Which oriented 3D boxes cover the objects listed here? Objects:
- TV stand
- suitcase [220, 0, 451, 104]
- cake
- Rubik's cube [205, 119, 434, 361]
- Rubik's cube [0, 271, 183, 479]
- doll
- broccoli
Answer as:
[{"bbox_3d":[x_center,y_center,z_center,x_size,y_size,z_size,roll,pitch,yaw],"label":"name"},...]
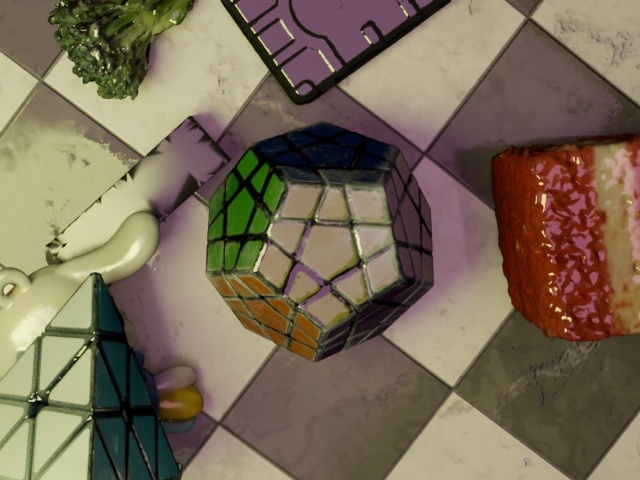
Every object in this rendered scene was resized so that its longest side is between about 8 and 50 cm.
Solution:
[{"bbox_3d":[-0.253,-0.054,1.491,0.269,0.083,0.088,-42,98,2],"label":"TV stand"},{"bbox_3d":[0.025,-0.347,1.490,0.285,0.066,0.206,-36,97,0],"label":"suitcase"},{"bbox_3d":[0.418,-0.014,1.445,0.319,0.269,0.270,-8,95,-2],"label":"cake"},{"bbox_3d":[0.000,0.000,1.419,0.319,0.319,0.264,4,122,-4],"label":"Rubik's cube"},{"bbox_3d":[-0.292,0.223,1.282,0.229,0.233,0.228,40,135,13],"label":"Rubik's cube"},{"bbox_3d":[-0.329,0.184,1.413,0.376,0.187,0.366,-22,121,1],"label":"doll"},{"bbox_3d":[-0.228,-0.334,1.452,0.165,0.145,0.304,46,78,-11],"label":"broccoli"}]
